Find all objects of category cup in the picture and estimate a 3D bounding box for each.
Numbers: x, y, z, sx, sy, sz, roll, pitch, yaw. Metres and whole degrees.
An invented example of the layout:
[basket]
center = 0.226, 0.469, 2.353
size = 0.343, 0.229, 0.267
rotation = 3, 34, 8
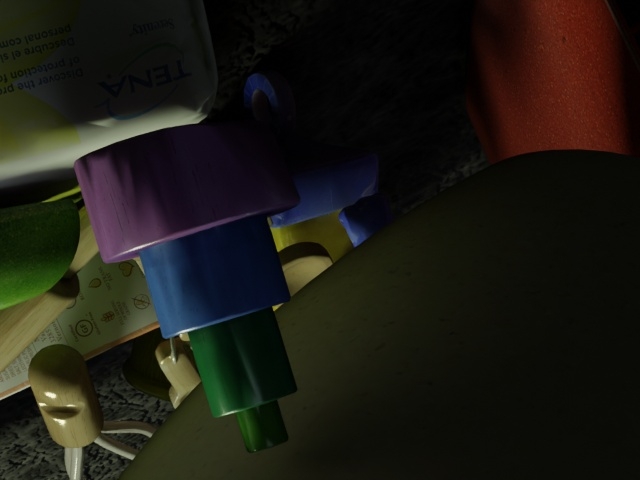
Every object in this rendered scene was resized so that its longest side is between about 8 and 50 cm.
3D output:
[cup]
center = 0.092, 0.106, 0.714
size = 0.331, 0.331, 0.237
rotation = 103, 11, -61

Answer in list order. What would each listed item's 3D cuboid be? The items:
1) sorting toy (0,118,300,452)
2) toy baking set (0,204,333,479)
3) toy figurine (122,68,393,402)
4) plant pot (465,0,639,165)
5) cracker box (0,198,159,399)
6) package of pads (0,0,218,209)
[sorting toy]
center = -0.150, 0.066, 0.643
size = 0.365, 0.126, 0.127
rotation = -18, 178, 31
[toy baking set]
center = -0.098, 0.067, 0.788
size = 0.256, 0.030, 0.197
rotation = -41, 146, 18
[toy figurine]
center = 0.000, 0.000, 0.990
size = 0.191, 0.217, 0.362
rotation = -24, -159, -22
[plant pot]
center = 0.225, -0.071, 0.953
size = 0.267, 0.267, 0.236
rotation = -17, 166, -23
[cracker box]
center = -0.189, 0.041, 0.855
size = 0.232, 0.067, 0.156
rotation = -24, -166, -6
[package of pads]
center = -0.208, -0.034, 0.637
size = 0.296, 0.101, 0.229
rotation = -17, 178, -29
